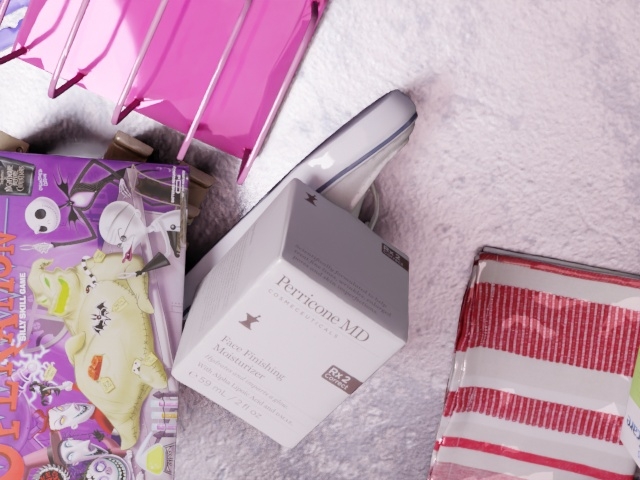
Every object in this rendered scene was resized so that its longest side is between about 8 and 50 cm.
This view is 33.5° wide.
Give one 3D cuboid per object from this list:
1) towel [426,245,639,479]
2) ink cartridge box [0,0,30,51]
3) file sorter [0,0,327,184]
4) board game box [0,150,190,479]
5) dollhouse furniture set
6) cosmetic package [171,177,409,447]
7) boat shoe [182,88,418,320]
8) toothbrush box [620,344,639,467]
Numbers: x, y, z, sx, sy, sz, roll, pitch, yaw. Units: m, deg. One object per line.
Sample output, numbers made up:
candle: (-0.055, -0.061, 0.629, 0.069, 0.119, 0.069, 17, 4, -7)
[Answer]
towel: (0.262, 0.185, 1.225, 0.237, 0.037, 0.329, 11, 106, 4)
ink cartridge box: (-0.385, -0.313, 1.175, 0.206, 0.045, 0.208, -24, 102, 12)
file sorter: (-0.164, -0.208, 1.081, 0.290, 0.182, 0.202, 24, 106, -8)
board game box: (-0.243, 0.089, 1.070, 0.208, 0.056, 0.347, 3, 84, -11)
dollhouse furniture set: (-0.274, -0.016, 1.181, 0.242, 0.161, 0.212, 27, 79, -13)
cosmetic package: (-0.026, 0.072, 1.052, 0.151, 0.151, 0.184, 34, 120, -16)
boat shoe: (-0.003, 0.004, 1.161, 0.367, 0.136, 0.156, -43, 96, 18)
toothbrush box: (0.458, 0.120, 1.124, 0.206, 0.122, 0.283, 7, 107, -4)
